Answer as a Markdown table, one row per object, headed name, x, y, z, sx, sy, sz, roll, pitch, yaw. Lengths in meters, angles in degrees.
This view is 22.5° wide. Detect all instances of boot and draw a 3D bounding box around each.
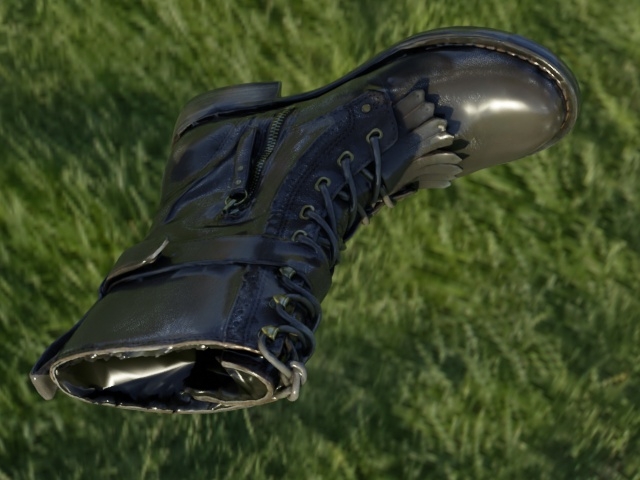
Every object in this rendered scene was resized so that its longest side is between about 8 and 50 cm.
| name | x | y | z | sx | sy | sz | roll | pitch | yaw |
| --- | --- | --- | --- | --- | --- | --- | --- | --- | --- |
| boot | 0.000 | 0.000 | 0.824 | 0.263 | 0.091 | 0.229 | -11 | 35 | 21 |
